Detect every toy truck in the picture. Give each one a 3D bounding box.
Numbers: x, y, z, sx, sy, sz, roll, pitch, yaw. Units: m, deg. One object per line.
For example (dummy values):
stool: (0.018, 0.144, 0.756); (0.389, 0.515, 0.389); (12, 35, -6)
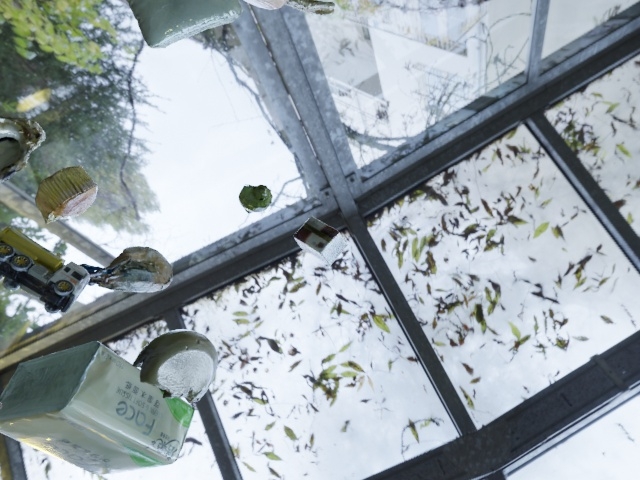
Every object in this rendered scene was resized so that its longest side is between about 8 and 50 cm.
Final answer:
toy truck: (-0.667, 0.066, 0.970); (0.098, 0.226, 0.114); (-45, -164, 29)

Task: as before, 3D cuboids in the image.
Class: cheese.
cheese: (-0.359, 0.306, 1.021); (0.091, 0.202, 0.176); (13, -103, 44)

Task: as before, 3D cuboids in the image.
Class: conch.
conch: (-0.182, -0.115, 1.124); (0.121, 0.089, 0.074); (-33, -162, 48)

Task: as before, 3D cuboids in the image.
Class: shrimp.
shrimp: (-0.820, 0.122, 1.757); (0.109, 0.445, 0.221); (-27, -104, 26)

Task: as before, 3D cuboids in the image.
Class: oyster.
oyster: (-0.718, -0.200, 0.814); (0.093, 0.294, 0.167); (2, -95, 29)

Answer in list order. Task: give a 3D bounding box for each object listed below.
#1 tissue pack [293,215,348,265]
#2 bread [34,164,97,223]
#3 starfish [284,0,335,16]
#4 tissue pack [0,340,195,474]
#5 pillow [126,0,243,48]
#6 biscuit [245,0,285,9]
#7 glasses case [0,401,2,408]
tissue pack: (-0.001, 0.000, 1.424); (0.148, 0.099, 0.106); (30, -108, 39)
bread: (-0.918, -0.160, 1.488); (0.250, 0.133, 0.179); (-29, -167, 35)
starfish: (-0.169, -0.657, 0.990); (0.431, 0.324, 0.083); (18, -75, -4)
tissue pack: (-0.624, 0.492, 1.158); (0.331, 0.405, 0.206); (-16, -141, 20)
pillow: (-0.421, -0.751, 1.235); (0.321, 0.256, 0.120); (-24, -156, -4)
biscuit: (-0.201, -0.521, 0.686); (0.275, 0.354, 0.052); (29, -90, 50)
glasses case: (-0.798, 0.327, 0.938); (0.170, 0.065, 0.041); (41, -138, 10)
